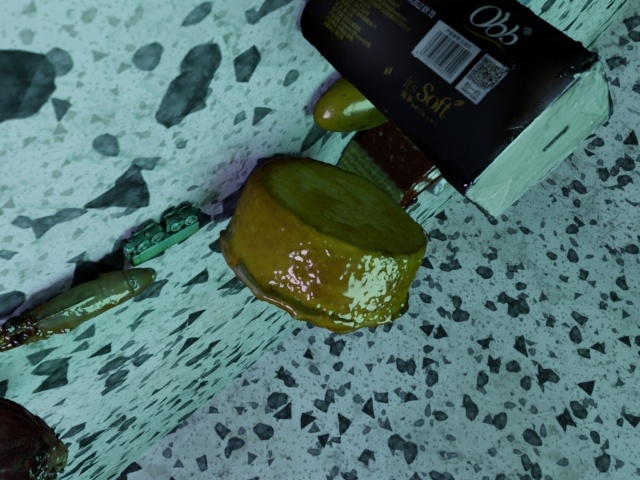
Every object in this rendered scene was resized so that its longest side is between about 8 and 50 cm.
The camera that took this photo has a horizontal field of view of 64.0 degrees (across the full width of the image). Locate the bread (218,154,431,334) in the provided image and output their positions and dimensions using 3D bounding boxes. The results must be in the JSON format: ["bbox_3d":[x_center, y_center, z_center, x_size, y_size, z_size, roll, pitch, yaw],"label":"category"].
[{"bbox_3d":[0.000,0.000,0.969,0.398,0.398,0.215,-21,142,-55],"label":"bread"}]

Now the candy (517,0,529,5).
[{"bbox_3d":[0.436,-0.557,1.082,0.331,0.077,0.187,-28,167,-42],"label":"candy"}]

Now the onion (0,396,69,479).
[{"bbox_3d":[-0.575,0.370,0.804,0.281,0.221,0.281,-25,145,-19],"label":"onion"}]

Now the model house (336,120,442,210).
[{"bbox_3d":[0.165,-0.174,1.224,0.254,0.196,0.160,-45,165,16],"label":"model house"}]

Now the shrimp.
[{"bbox_3d":[-0.393,0.108,0.825,0.267,0.061,0.145,-31,-175,-36],"label":"shrimp"}]

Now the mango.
[{"bbox_3d":[0.073,-0.256,0.944,0.195,0.098,0.137,-32,167,-17],"label":"mango"}]

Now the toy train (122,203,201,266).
[{"bbox_3d":[-0.265,-0.013,0.866,0.148,0.038,0.071,-34,166,-32],"label":"toy train"}]

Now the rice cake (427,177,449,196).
[{"bbox_3d":[0.294,-0.193,1.457,0.073,0.056,0.365,-48,-167,11],"label":"rice cake"}]

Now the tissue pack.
[{"bbox_3d":[0.165,-0.224,0.668,0.210,0.370,0.198,-43,152,13],"label":"tissue pack"}]
